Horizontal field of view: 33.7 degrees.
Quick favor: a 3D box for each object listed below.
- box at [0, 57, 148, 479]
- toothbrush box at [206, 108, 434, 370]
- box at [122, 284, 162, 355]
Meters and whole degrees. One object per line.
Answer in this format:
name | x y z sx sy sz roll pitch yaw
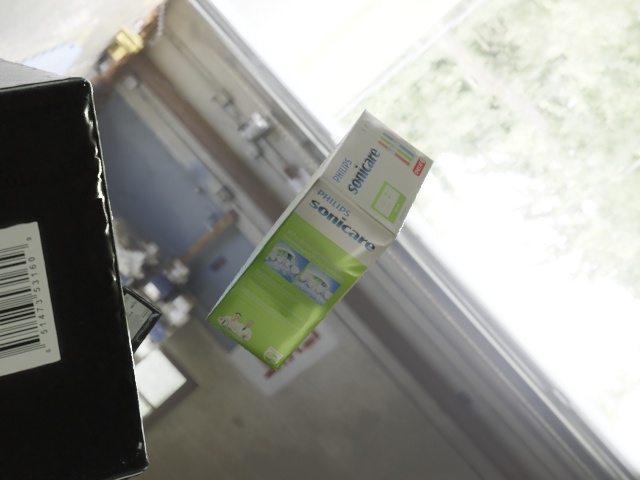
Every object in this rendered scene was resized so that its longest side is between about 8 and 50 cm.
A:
box | -0.282 0.020 0.818 0.182 0.296 0.294 -13 -162 -25
toothbrush box | 0.000 0.000 1.365 0.283 0.122 0.206 -52 -176 34
box | -0.275 0.176 1.124 0.233 0.059 0.183 -56 -174 -35
